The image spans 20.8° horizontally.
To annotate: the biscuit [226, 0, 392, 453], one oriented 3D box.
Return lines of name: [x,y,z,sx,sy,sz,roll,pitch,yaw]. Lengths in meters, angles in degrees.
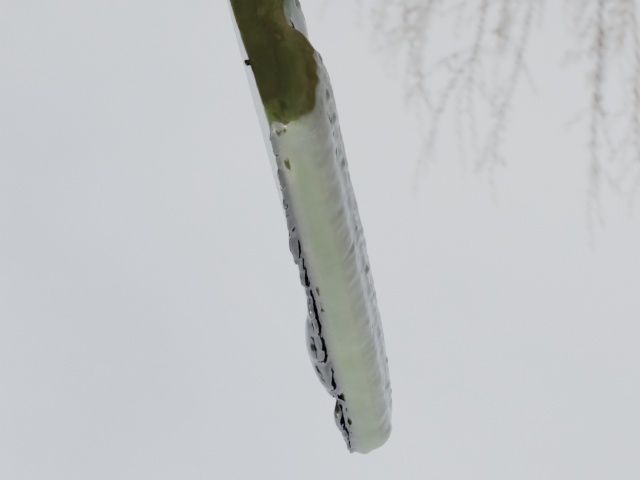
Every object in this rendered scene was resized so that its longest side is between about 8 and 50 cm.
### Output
biscuit: [0.000,0.000,0.777,0.038,0.322,0.099,-16,-122,-1]
